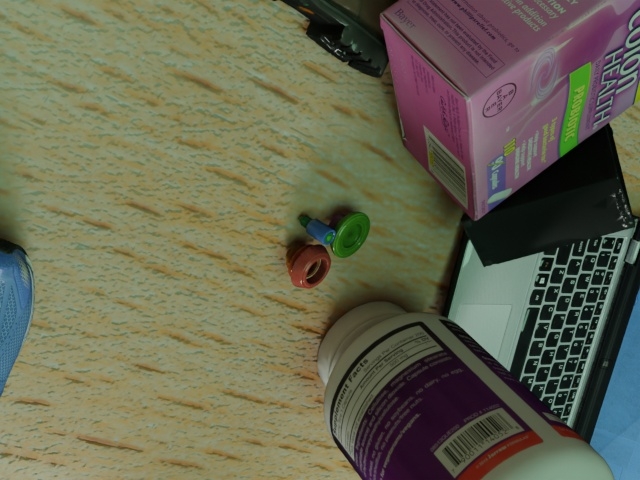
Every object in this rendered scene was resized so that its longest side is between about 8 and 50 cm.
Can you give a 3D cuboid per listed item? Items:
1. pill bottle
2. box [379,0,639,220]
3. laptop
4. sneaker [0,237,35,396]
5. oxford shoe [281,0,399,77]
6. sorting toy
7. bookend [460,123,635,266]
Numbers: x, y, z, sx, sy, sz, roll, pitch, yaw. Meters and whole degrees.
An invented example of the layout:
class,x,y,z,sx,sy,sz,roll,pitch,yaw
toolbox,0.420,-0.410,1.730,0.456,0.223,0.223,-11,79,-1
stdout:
class,x,y,z,sx,sy,sz,roll,pitch,yaw
pill bottle,0.121,0.191,0.906,0.181,0.323,0.182,-13,121,-22
box,0.193,-0.169,0.829,0.243,0.117,0.213,-36,154,-7
laptop,0.350,0.183,1.063,0.407,0.236,0.382,3,108,-30
sneaker,-0.313,0.149,0.757,0.129,0.147,0.330,14,108,-34
oxford shoe,-0.005,-0.235,0.766,0.227,0.083,0.096,32,89,-45
sorting toy,0.000,0.000,0.920,0.102,0.042,0.061,-43,144,-17
bookend,0.229,-0.069,0.960,0.157,0.156,0.072,-17,130,20
